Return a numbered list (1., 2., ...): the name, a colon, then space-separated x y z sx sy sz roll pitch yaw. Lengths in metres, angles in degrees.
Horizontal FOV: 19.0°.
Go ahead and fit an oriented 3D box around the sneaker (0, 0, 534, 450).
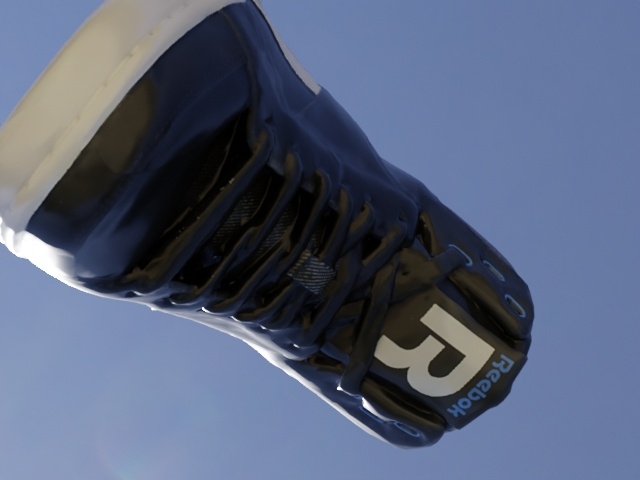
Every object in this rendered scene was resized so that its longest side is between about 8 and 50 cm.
1. sneaker: 0.000 0.000 0.471 0.121 0.217 0.079 39 -84 5
